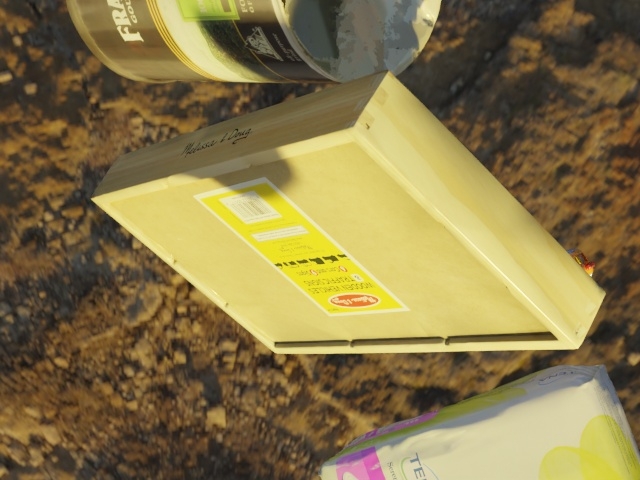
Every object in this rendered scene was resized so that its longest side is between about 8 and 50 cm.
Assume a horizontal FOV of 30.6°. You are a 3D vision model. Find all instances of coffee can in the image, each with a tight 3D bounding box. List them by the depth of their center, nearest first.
[{"bbox_3d":[-0.061,-0.235,1.006,0.275,0.201,0.201,8,60,43],"label":"coffee can"}]

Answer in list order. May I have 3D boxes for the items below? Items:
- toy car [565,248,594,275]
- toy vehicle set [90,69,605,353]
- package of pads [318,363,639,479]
[{"bbox_3d":[0.174,0.023,0.902,0.122,0.040,0.060,8,55,-49],"label":"toy car"},{"bbox_3d":[0.000,0.000,0.641,0.166,0.267,0.035,43,63,-25],"label":"toy vehicle set"},{"bbox_3d":[0.165,0.259,1.108,0.296,0.101,0.229,-22,84,22],"label":"package of pads"}]
